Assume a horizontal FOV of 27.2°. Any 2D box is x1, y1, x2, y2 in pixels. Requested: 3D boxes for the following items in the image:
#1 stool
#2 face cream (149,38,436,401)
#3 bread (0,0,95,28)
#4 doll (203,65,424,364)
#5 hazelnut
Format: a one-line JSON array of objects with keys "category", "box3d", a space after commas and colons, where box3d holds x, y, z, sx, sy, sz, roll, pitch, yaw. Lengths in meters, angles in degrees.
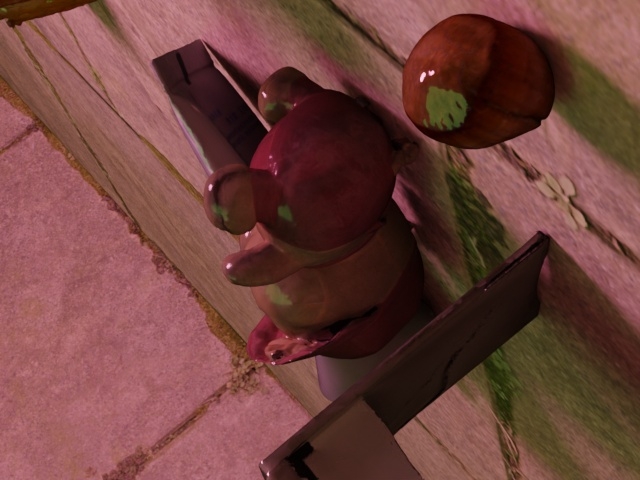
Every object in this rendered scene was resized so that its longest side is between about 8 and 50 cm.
[{"category": "stool", "box3d": [0.136, 0.185, 0.921, 0.243, 0.269, 0.170, 46, 167, 20]}, {"category": "face cream", "box3d": [-0.022, -0.011, 1.294, 0.420, 0.137, 0.235, 57, -167, -8]}, {"category": "bread", "box3d": [-0.200, -0.283, 1.031, 0.143, 0.139, 0.229, 112, 154, -81]}, {"category": "doll", "box3d": [-0.002, -0.002, 1.093, 0.152, 0.196, 0.256, 41, 159, 39]}, {"category": "hazelnut", "box3d": [0.088, -0.085, 0.736, 0.086, 0.086, 0.086, 48, 169, 12]}]
